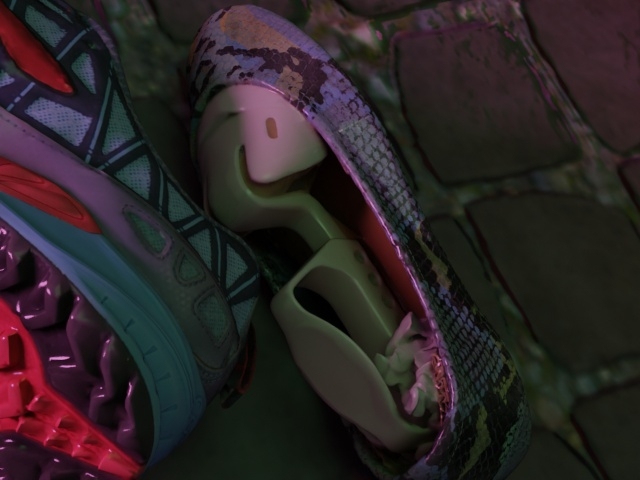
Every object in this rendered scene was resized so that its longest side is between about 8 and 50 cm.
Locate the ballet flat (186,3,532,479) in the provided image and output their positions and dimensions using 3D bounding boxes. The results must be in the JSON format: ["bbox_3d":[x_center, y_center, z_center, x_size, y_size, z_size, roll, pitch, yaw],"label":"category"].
[{"bbox_3d":[0.000,0.000,0.549,0.070,0.070,0.188,-22,68,-36],"label":"ballet flat"}]

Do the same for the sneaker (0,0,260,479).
[{"bbox_3d":[-0.122,-0.038,0.517,0.262,0.104,0.125,49,33,6],"label":"sneaker"}]
